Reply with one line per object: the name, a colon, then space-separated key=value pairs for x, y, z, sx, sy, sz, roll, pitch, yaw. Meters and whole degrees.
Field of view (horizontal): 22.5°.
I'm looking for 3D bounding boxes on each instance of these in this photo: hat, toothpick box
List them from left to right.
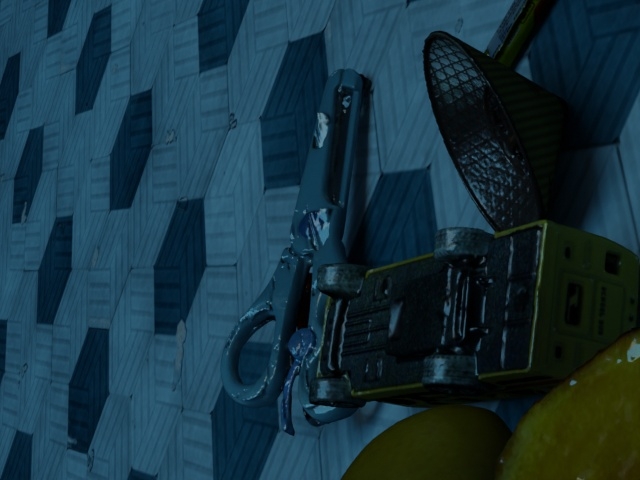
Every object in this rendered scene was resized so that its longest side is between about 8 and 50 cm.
toothpick box: x=-0.006 y=0.073 z=1.586 sx=0.047 sy=0.047 sz=0.083 roll=-59 pitch=29 yaw=35
hat: x=0.160 y=-0.091 z=1.278 sx=0.193 sy=0.082 sz=0.193 roll=156 pitch=90 yaw=-80

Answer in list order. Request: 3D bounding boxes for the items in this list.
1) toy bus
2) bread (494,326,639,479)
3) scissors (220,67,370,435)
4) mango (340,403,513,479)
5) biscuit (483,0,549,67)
toy bus: x=0.105 y=0.068 z=1.250 sx=0.335 sy=0.123 sz=0.121 roll=-19 pitch=62 yaw=63
bread: x=0.218 y=0.182 z=0.884 sx=0.312 sy=0.172 sz=0.312 roll=-43 pitch=39 yaw=49
scissors: x=0.000 y=0.000 z=1.561 sx=0.180 sy=0.032 sz=0.392 roll=-6 pitch=61 yaw=32
mango: x=0.063 y=0.329 z=1.064 sx=0.300 sy=0.232 sz=0.445 roll=99 pitch=176 yaw=-70
biscuit: x=0.202 y=-0.250 z=1.318 sx=0.292 sy=0.026 sz=0.048 roll=-61 pitch=25 yaw=31
